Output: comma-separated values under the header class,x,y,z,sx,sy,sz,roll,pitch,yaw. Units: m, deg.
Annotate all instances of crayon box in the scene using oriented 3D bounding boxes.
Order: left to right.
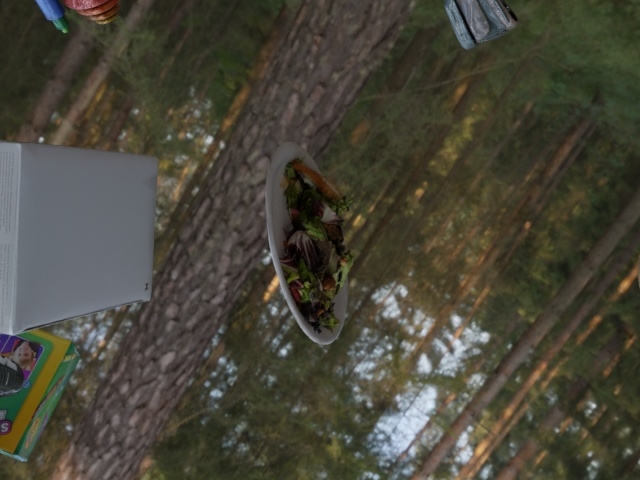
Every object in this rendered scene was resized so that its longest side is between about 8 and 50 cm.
class,x,y,z,sx,sy,sz,roll,pitch,yaw
crayon box,-0.502,0.175,0.945,0.278,0.165,0.081,21,153,-2

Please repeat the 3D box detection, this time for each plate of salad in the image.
class,x,y,z,sx,sy,sz,roll,pitch,yaw
plate of salad,0.000,0.000,0.663,0.048,0.199,0.200,-11,175,19

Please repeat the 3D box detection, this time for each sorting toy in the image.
class,x,y,z,sx,sy,sz,roll,pitch,yaw
sorting toy,-0.204,-0.203,0.565,0.102,0.061,0.042,33,157,30

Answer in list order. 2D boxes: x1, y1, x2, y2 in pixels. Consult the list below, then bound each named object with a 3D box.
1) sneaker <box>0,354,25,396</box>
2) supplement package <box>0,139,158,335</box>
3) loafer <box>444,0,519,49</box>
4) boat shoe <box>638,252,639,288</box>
class,x,y,z,sx,sy,sz,roll,pitch,yaw
sneaker,-0.425,0.170,0.744,0.234,0.078,0.106,32,-147,-59
supplement package,-0.334,-0.015,0.841,0.145,0.204,0.262,6,-175,18
loafer,0.188,-0.379,0.900,0.267,0.084,0.096,54,-144,-40
boat shoe,0.445,-0.010,0.835,0.073,0.207,0.073,11,176,-2
